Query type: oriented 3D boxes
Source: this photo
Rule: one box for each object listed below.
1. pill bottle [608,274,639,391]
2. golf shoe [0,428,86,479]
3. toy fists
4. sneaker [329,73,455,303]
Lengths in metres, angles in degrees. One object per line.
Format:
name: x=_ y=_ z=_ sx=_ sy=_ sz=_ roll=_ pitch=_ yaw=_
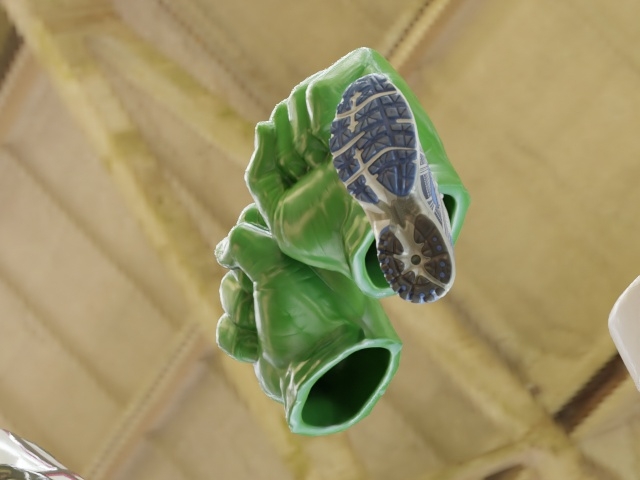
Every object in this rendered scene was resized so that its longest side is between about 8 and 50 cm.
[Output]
pill bottle: x=0.220 y=0.121 z=0.759 sx=0.152 sy=0.152 sz=0.272 roll=-50 pitch=-122 yaw=44
golf shoe: x=-0.168 y=0.175 z=1.219 sx=0.273 sy=0.105 sz=0.120 roll=28 pitch=-25 yaw=3
toy fists: x=0.000 y=0.000 z=1.297 sx=0.142 sy=0.096 sz=0.279 roll=62 pitch=-32 yaw=34
sneaker: x=0.044 y=-0.028 z=1.135 sx=0.052 sy=0.058 sz=0.135 roll=-16 pitch=-95 yaw=14
